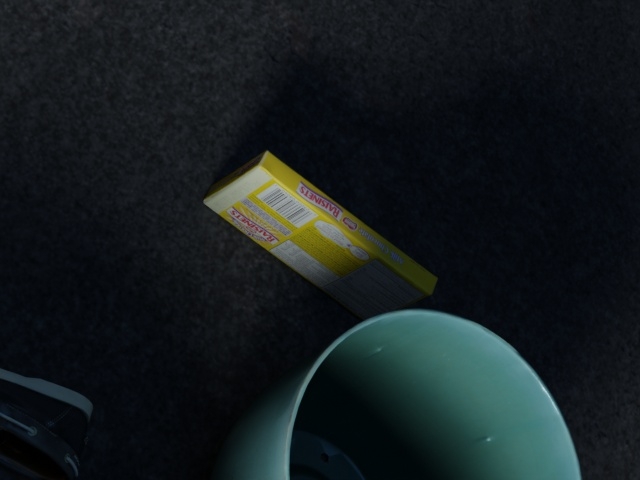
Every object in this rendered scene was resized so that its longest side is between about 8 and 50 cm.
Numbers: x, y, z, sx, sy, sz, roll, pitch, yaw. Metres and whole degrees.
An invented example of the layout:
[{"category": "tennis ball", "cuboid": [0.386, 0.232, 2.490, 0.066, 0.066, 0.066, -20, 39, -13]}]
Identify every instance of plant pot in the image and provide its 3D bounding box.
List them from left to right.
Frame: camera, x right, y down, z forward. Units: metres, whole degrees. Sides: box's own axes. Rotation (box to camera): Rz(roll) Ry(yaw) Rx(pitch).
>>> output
[{"category": "plant pot", "cuboid": [0.039, 0.227, 1.601, 0.293, 0.235, 0.293, 11, 68, -29]}]

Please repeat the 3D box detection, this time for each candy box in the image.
[{"category": "candy box", "cuboid": [0.000, 0.000, 1.732, 0.206, 0.105, 0.027, 37, 58, -18]}]

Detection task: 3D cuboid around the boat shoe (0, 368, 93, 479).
[{"category": "boat shoe", "cuboid": [-0.293, 0.137, 1.512, 0.233, 0.084, 0.079, 23, 63, -28]}]
